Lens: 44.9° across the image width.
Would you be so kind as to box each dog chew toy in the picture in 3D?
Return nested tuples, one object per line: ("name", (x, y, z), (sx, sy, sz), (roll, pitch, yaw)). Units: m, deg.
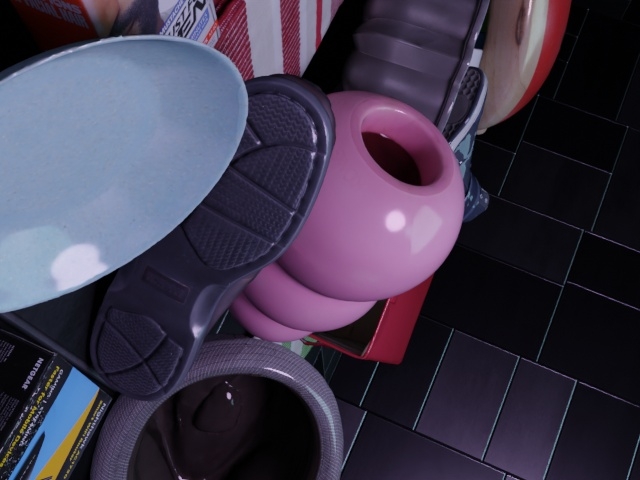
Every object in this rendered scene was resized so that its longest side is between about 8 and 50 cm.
("dog chew toy", (0.000, 0.000, 0.808), (0.332, 0.206, 0.207), (-49, -173, 47))

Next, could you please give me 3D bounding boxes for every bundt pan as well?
("bundt pan", (0.091, -0.216, 0.929), (0.331, 0.124, 0.331), (-161, -90, -87))

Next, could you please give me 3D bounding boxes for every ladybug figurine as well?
("ladybug figurine", (0.302, -0.396, 1.284), (0.305, 0.162, 0.449), (-125, -147, -55))

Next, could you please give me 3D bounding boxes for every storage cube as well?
("storage cube", (0.041, 0.047, 1.060), (0.215, 0.183, 0.193), (-69, 158, -4))

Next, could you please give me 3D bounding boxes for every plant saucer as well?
("plant saucer", (-0.126, -0.036, 0.384), (0.195, 0.037, 0.195), (-33, 160, -13))

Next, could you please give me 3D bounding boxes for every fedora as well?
("fedora", (-0.105, 0.205, 0.787), (0.124, 0.243, 0.275), (-122, -141, -66))

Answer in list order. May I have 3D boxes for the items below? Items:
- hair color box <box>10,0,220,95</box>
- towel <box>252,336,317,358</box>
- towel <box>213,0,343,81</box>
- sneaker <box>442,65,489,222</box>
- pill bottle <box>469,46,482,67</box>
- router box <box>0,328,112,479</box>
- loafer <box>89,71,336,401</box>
("hair color box", (-0.104, -0.131, 0.400), (0.167, 0.053, 0.093), (83, 31, -68))
("towel", (-0.058, 0.156, 1.257), (0.325, 0.038, 0.248), (-50, 160, -40))
("towel", (-0.048, -0.175, 0.664), (0.237, 0.037, 0.329), (91, 25, -70))
("sneaker", (0.199, -0.125, 1.117), (0.163, 0.086, 0.226), (17, 100, -50))
("pill bottle", (0.145, -0.159, 1.247), (0.188, 0.188, 0.334), (-43, 149, -67))
("router box", (-0.209, 0.159, 0.489), (0.133, 0.046, 0.179), (89, 25, -67))
("loafer", (-0.082, -0.005, 0.573), (0.302, 0.109, 0.095), (-54, -178, 31))
